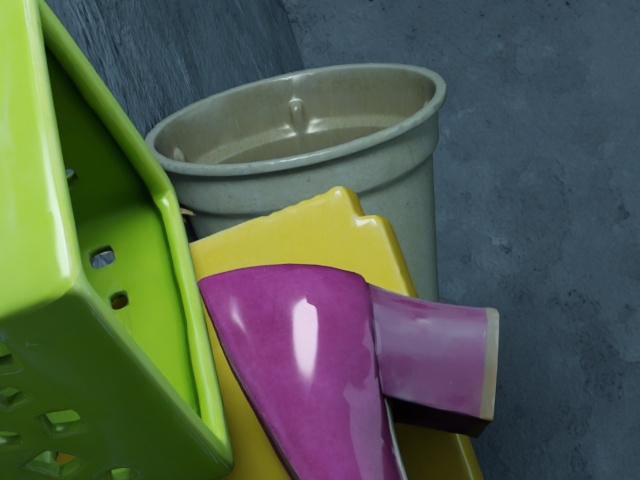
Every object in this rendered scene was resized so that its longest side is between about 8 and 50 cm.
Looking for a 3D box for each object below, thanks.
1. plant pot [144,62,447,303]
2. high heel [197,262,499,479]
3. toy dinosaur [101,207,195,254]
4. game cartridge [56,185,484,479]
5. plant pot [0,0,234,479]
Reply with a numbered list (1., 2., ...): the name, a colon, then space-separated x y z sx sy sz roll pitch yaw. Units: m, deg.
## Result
1. plant pot: 0.000 0.000 2.186 0.334 0.333 0.305 -87 166 -69
2. high heel: -0.005 0.198 1.126 0.127 0.181 0.377 103 -5 -64
3. toy dinosaur: -0.148 0.020 1.919 0.211 0.064 0.112 59 15 -49
4. game cartridge: -0.067 0.148 1.260 0.052 0.323 0.285 23 47 -76
5. plant pot: -0.197 0.029 1.127 0.227 0.207 0.228 57 15 -52
